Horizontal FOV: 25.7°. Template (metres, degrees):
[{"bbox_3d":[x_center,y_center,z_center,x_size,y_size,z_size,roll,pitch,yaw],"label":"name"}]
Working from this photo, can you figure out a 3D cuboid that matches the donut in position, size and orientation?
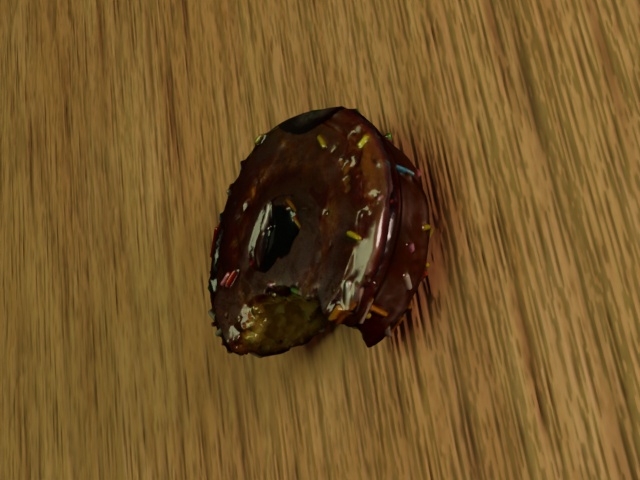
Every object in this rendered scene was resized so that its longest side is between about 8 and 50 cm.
[{"bbox_3d":[0.000,-0.001,1.189,0.230,0.096,0.216,-31,51,41],"label":"donut"}]
